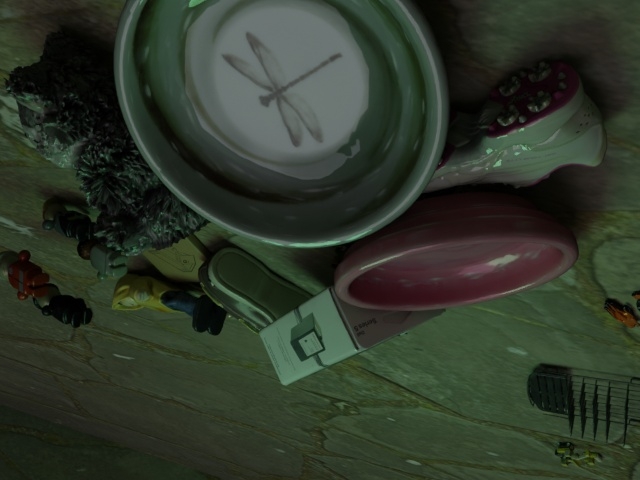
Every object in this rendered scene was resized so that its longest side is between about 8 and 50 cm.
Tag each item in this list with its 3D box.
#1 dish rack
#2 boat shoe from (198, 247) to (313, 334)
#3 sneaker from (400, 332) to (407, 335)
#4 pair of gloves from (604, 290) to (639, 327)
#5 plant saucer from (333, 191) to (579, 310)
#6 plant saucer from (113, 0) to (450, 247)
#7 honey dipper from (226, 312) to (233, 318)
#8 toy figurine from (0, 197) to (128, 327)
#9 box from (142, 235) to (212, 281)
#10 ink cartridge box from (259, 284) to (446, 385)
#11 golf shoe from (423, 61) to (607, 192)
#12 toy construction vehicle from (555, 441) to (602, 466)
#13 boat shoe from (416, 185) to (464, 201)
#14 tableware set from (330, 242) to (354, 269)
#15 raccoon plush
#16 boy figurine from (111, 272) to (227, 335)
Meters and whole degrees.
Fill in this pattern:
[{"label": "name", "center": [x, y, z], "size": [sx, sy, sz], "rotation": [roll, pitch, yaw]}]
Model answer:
[{"label": "dish rack", "center": [0.526, 0.322, 1.396], "size": [0.272, 0.074, 0.208], "rotation": [6, 145, 25]}, {"label": "boat shoe", "center": [-0.100, 0.138, 1.466], "size": [0.324, 0.116, 0.097], "rotation": [38, 148, -18]}, {"label": "sneaker", "center": [0.153, 0.150, 1.406], "size": [0.044, 0.040, 0.109], "rotation": [4, 152, -2]}, {"label": "pair of gloves", "center": [0.487, 0.106, 1.147], "size": [0.074, 0.010, 0.083], "rotation": [36, 144, -20]}, {"label": "plant saucer", "center": [0.180, 0.018, 1.031], "size": [0.332, 0.084, 0.332], "rotation": [-6, 160, -2]}, {"label": "plant saucer", "center": [-0.042, -0.179, 0.886], "size": [0.401, 0.100, 0.400], "rotation": [9, 127, 12]}, {"label": "honey dipper", "center": [-0.179, 0.141, 1.600], "size": [0.030, 0.030, 0.161], "rotation": [29, 151, -11]}, {"label": "toy figurine", "center": [-0.521, 0.047, 1.498], "size": [0.148, 0.209, 0.213], "rotation": [22, 160, 33]}, {"label": "box", "center": [-0.297, 0.019, 1.493], "size": [0.164, 0.021, 0.201], "rotation": [-1, 142, 33]}, {"label": "ink cartridge box", "center": [0.048, 0.139, 1.276], "size": [0.273, 0.198, 0.114], "rotation": [-37, 75, 54]}, {"label": "golf shoe", "center": [0.201, -0.101, 0.910], "size": [0.140, 0.115, 0.306], "rotation": [37, 147, -29]}, {"label": "toy construction vehicle", "center": [0.570, 0.486, 1.660], "size": [0.098, 0.035, 0.086], "rotation": [-11, 136, 42]}, {"label": "boat shoe", "center": [0.135, -0.071, 1.047], "size": [0.049, 0.056, 0.152], "rotation": [34, 148, -29]}, {"label": "tableware set", "center": [0.000, 0.000, 1.274], "size": [0.104, 0.024, 0.154], "rotation": [-7, 139, 40]}, {"label": "raccoon plush", "center": [-0.211, -0.181, 1.054], "size": [0.446, 0.216, 0.299], "rotation": [-19, 122, 6]}, {"label": "boy figurine", "center": [-0.347, 0.130, 1.603], "size": [0.285, 0.092, 0.177], "rotation": [9, 172, 27]}]
